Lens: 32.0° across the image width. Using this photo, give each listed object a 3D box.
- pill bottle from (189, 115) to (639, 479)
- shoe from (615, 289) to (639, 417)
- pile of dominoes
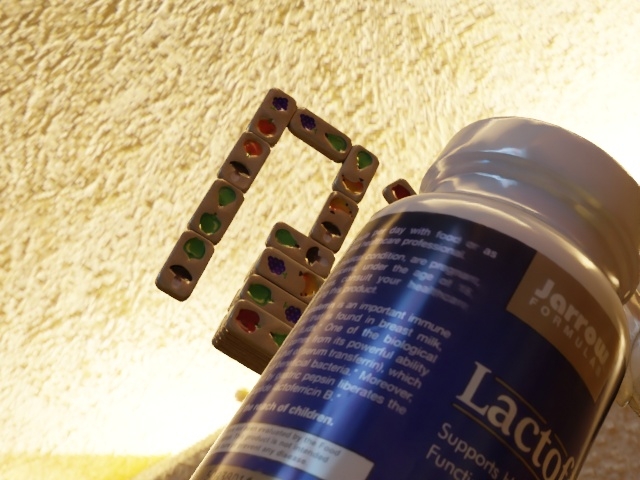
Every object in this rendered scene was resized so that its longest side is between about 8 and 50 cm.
[{"bbox_3d":[0.057,0.073,0.539,0.153,0.264,0.153,25,-30,16],"label":"pill bottle"},{"bbox_3d":[0.180,0.053,0.704,0.058,0.219,0.076,-23,-35,12],"label":"shoe"},{"bbox_3d":[0.000,0.000,0.895,0.196,0.251,0.040,32,-37,-8],"label":"pile of dominoes"}]
